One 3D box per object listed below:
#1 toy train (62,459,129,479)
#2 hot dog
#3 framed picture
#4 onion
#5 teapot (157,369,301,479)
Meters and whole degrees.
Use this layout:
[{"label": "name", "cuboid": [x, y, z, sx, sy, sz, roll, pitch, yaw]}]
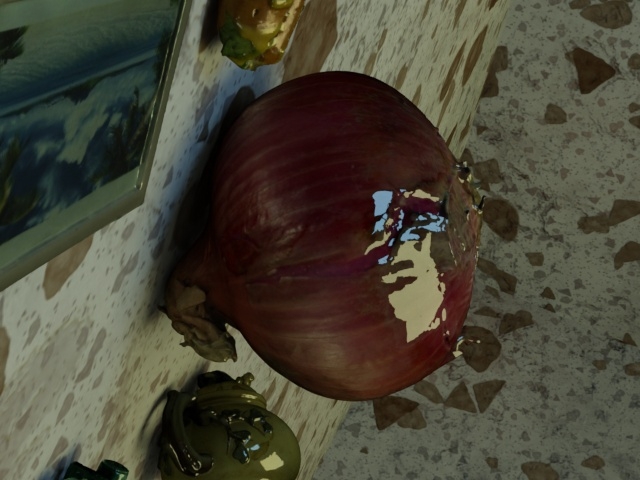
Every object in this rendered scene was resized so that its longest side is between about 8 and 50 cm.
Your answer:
[{"label": "toy train", "cuboid": [-0.244, 0.304, 1.166, 0.132, 0.083, 0.200, 22, 90, -77]}, {"label": "hot dog", "cuboid": [-0.026, -0.277, 1.080, 0.115, 0.072, 0.269, -62, 171, -72]}, {"label": "framed picture", "cuboid": [-0.172, -0.088, 0.853, 0.315, 0.024, 0.232, -48, 157, -65]}, {"label": "onion", "cuboid": [0.033, 0.003, 1.270, 0.353, 0.353, 0.354, 23, 90, -80]}, {"label": "teapot", "cuboid": [-0.121, 0.241, 1.523, 0.269, 0.173, 0.182, 41, 33, -54]}]
